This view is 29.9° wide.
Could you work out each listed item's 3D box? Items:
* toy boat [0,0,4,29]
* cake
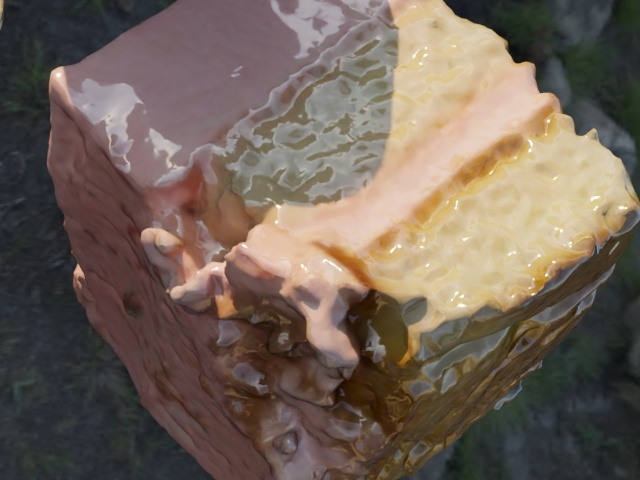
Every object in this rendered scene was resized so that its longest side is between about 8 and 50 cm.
[{"bbox_3d":[-0.357,-0.220,1.076,0.116,0.061,0.188,-35,72,-32],"label":"toy boat"},{"bbox_3d":[0.000,0.000,0.817,0.293,0.314,0.307,-34,70,-28],"label":"cake"}]
